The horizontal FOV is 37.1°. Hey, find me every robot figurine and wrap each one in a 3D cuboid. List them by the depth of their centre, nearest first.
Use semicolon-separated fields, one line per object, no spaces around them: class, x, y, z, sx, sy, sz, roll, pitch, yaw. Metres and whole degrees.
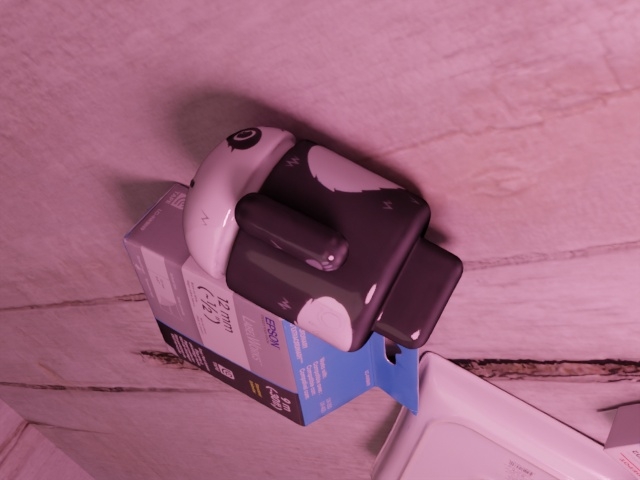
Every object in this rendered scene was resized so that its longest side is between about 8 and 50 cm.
robot figurine;0.001;-0.002;0.940;0.278;0.173;0.209;28;145;9

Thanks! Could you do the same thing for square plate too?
square plate;0.240;0.334;1.248;0.347;0.049;0.344;29;140;12

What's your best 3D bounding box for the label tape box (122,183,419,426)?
label tape box;-0.053;0.105;1.165;0.348;0.115;0.249;27;148;25

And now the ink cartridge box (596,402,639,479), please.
ink cartridge box;0.378;0.221;1.001;0.104;0.061;0.181;40;148;-12
